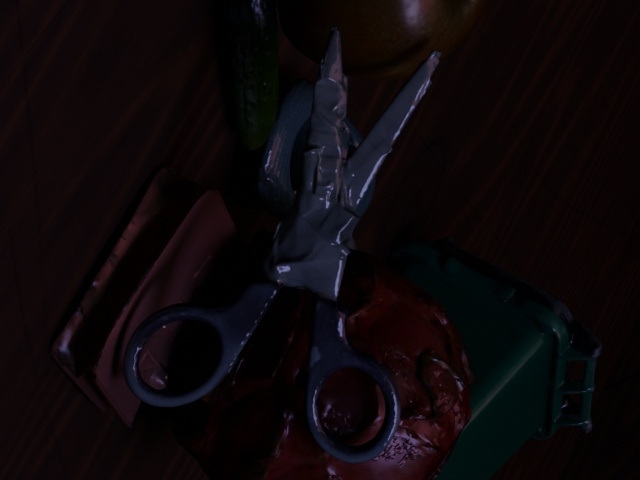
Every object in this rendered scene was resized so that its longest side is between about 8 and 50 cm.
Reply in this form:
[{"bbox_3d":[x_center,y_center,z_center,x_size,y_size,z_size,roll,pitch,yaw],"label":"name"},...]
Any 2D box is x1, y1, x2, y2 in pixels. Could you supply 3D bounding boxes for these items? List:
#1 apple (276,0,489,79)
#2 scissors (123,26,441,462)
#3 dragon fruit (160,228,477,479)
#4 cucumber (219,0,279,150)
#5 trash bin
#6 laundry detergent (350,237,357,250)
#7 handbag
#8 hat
[{"bbox_3d":[0.050,-0.265,1.725,0.237,0.207,0.237,-19,114,-50],"label":"apple"},{"bbox_3d":[0.000,0.000,1.679,0.029,0.256,0.383,-108,-142,-76],"label":"scissors"},{"bbox_3d":[-0.003,0.143,1.869,0.295,0.301,0.295,-52,173,-10],"label":"dragon fruit"},{"bbox_3d":[-0.062,-0.179,1.761,0.056,0.056,0.250,-53,157,-33],"label":"cucumber"},{"bbox_3d":[0.137,0.219,2.366,0.381,0.295,0.259,-47,152,-30],"label":"trash bin"},{"bbox_3d":[-0.024,0.123,2.113,0.143,0.094,0.290,19,94,-66],"label":"laundry detergent"},{"bbox_3d":[-0.157,0.053,1.765,0.212,0.059,0.157,-59,157,-17],"label":"handbag"},{"bbox_3d":[-0.023,-0.083,1.939,0.191,0.078,0.138,39,66,-49],"label":"hat"}]
